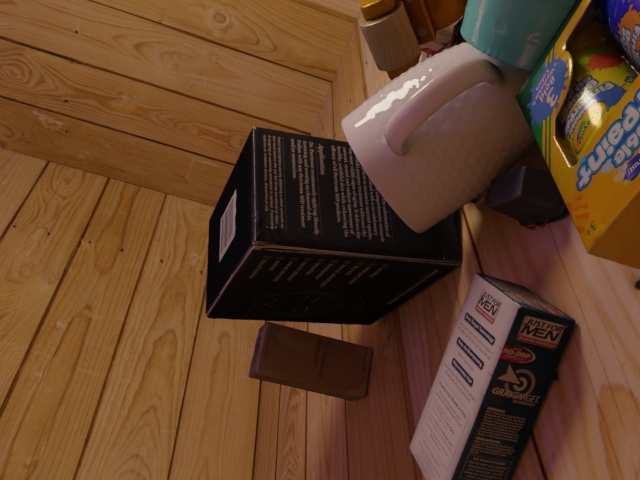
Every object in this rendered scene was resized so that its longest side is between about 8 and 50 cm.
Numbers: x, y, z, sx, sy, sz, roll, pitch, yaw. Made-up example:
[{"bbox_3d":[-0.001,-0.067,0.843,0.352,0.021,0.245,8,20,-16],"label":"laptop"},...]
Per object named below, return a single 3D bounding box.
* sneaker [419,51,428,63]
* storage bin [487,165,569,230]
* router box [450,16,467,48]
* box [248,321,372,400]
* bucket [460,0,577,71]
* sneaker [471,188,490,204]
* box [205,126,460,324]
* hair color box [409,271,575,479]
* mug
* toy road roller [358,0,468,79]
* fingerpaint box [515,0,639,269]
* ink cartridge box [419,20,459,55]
[{"bbox_3d":[0.257,-0.630,1.918,0.124,0.179,0.295,-115,41,-72],"label":"sneaker"},{"bbox_3d":[0.355,-0.073,1.056,0.135,0.091,0.098,150,134,-73],"label":"storage bin"},{"bbox_3d":[0.379,-0.530,1.601,0.092,0.038,0.122,144,140,-69],"label":"router box"},{"bbox_3d":[-0.027,0.338,1.697,0.121,0.311,0.148,133,149,-64],"label":"box"},{"bbox_3d":[0.369,-0.395,0.985,0.281,0.281,0.183,-91,13,-52],"label":"bucket"},{"bbox_3d":[0.305,-0.161,1.339,0.236,0.105,0.095,-97,27,-57],"label":"sneaker"},{"bbox_3d":[0.000,0.000,1.494,0.480,0.472,0.297,132,140,-58],"label":"box"},{"bbox_3d":[0.270,0.247,1.006,0.174,0.105,0.347,-123,50,-73],"label":"hair color box"},{"bbox_3d":[0.233,-0.217,1.114,0.328,0.276,0.374,-35,-13,17],"label":"mug"},{"bbox_3d":[0.243,-0.584,1.547,0.241,0.202,0.329,-14,38,24],"label":"toy road roller"},{"bbox_3d":[0.443,-0.239,0.707,0.371,0.163,0.444,-89,19,-48],"label":"fingerpaint box"},{"bbox_3d":[0.321,-0.613,1.785,0.150,0.109,0.063,158,130,-74],"label":"ink cartridge box"}]
